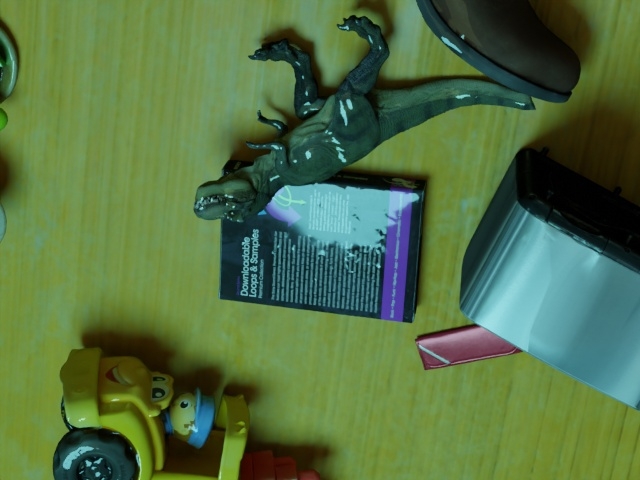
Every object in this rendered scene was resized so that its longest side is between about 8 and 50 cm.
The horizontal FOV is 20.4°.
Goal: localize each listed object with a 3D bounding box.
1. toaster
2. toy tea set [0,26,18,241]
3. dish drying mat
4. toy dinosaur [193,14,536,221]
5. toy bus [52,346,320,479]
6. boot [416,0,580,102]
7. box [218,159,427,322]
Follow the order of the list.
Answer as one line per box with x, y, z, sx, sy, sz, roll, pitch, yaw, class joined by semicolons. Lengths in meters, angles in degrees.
0.199;0.027;1.304;0.168;0.186;0.110;27;107;-3;toaster
-0.361;-0.125;1.376;0.336;0.124;0.200;42;115;-9;toy tea set
0.120;0.085;1.445;0.083;0.008;0.032;-12;111;16;dish drying mat
0.016;-0.106;1.350;0.268;0.064;0.118;-21;104;8;toy dinosaur
-0.107;0.194;1.474;0.211;0.149;0.220;-9;110;1;toy bus
0.162;-0.268;1.250;0.264;0.096;0.280;45;107;-2;boot
0.000;0.000;1.418;0.162;0.029;0.116;7;114;7;box
